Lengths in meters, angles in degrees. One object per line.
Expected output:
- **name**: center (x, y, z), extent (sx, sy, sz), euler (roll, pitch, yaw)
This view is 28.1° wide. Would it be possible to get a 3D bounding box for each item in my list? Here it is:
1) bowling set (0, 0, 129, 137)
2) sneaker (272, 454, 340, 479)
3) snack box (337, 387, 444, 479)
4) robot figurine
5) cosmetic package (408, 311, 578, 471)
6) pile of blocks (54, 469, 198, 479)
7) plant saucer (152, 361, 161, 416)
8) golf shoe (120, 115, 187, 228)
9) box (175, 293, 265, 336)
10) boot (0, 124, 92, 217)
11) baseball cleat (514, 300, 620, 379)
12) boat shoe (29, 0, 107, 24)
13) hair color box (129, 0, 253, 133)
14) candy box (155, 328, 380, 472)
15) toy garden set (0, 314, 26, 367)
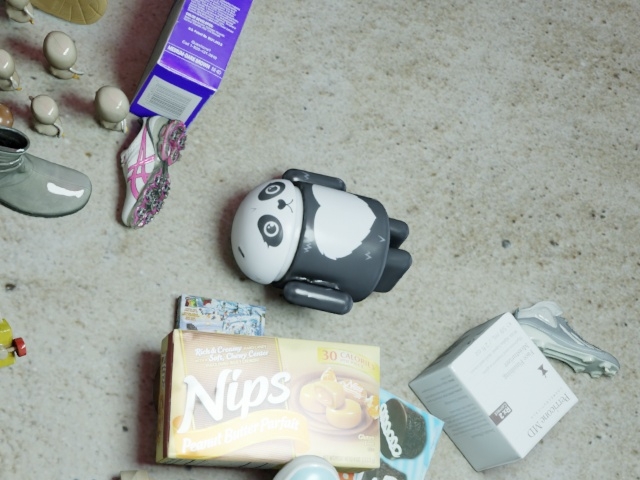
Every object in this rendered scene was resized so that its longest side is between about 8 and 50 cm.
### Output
- **bowling set**: center (-0.439, -0.234, 1.915), extent (0.200, 0.154, 0.287), euler (-38, 91, -11)
- **sneaker**: center (-0.026, 0.484, 1.750), extent (0.135, 0.150, 0.366), euler (11, 90, -20)
- **snack box**: center (0.049, 0.379, 1.933), extent (0.187, 0.060, 0.322), euler (29, 63, -11)
- **robot figurine**: center (0.001, 0.000, 1.980), extent (0.278, 0.209, 0.173), euler (12, 103, -19)
- **cosmetic package**: center (0.273, 0.241, 2.026), extent (0.151, 0.151, 0.184), euler (-39, 90, -28)
- **pile of blocks**: center (-0.289, 0.406, 1.770), extent (0.362, 0.149, 0.113), euler (3, 114, -13)
- **plant saucer**: center (-0.164, 0.224, 1.896), extent (0.168, 0.029, 0.168), euler (2, 84, -20)
- **golf shoe**: center (-0.273, -0.105, 1.974), extent (0.086, 0.067, 0.186), euler (12, 71, 21)
- **box**: center (-0.153, 0.139, 1.949), extent (0.137, 0.027, 0.094), euler (10, 69, -20)
- **boot**: center (-0.438, -0.107, 1.837), extent (0.246, 0.161, 0.083), euler (12, 68, -19)
- **baseball cleat**: center (0.421, 0.162, 2.166), extent (0.206, 0.072, 0.109), euler (20, 59, -20)
- **boat shoe**: center (-0.463, -0.428, 1.984), extent (0.277, 0.098, 0.096), euler (24, 37, -27)
- **hair color box**: center (-0.180, -0.355, 2.024), extent (0.110, 0.185, 0.339), euler (24, 65, -14)
- **candy box**: center (-0.073, 0.236, 1.853), extent (0.316, 0.087, 0.183), euler (6, 72, -17)
- **toy garden set**: center (-0.541, 0.097, 1.789), extent (0.204, 0.049, 0.244), euler (-15, 77, -25)
